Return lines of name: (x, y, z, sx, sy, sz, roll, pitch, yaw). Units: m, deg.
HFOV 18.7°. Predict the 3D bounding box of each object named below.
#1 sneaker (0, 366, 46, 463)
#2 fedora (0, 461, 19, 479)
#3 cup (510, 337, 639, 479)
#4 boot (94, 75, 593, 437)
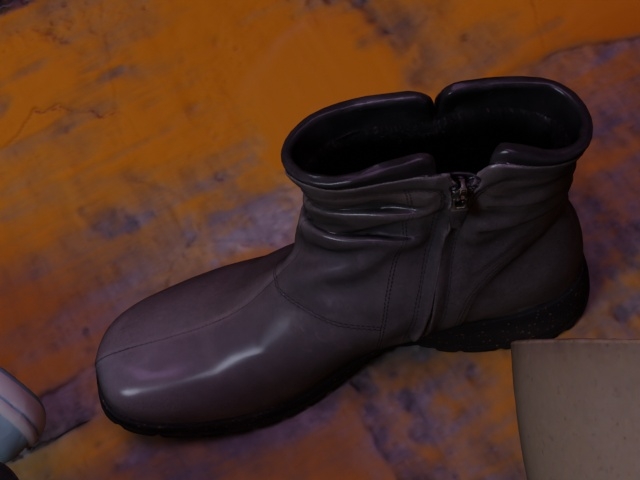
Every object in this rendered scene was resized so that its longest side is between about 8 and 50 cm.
sneaker: (-0.338, 0.152, 1.228, 0.319, 0.127, 0.208, 6, 59, 26)
fedora: (-0.125, 0.282, 1.058, 0.152, 0.334, 0.334, -3, 53, -29)
cup: (0.258, 0.176, 1.004, 0.331, 0.331, 0.237, 3, 86, 13)
boot: (0.000, 0.000, 1.184, 0.338, 0.222, 0.118, -18, 59, 1)
